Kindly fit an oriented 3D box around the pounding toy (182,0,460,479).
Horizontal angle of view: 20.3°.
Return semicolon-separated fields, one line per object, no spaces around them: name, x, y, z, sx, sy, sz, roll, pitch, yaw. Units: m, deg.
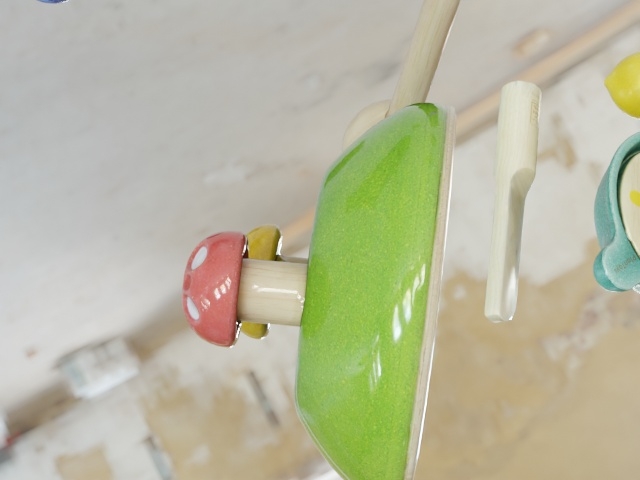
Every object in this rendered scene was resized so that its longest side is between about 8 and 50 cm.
pounding toy;0.000;0.000;0.824;0.110;0.237;0.183;7;149;2

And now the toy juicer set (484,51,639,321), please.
toy juicer set;0.241;-0.048;1.279;0.329;0.209;0.089;2;160;-36

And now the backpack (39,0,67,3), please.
backpack;-0.183;-0.221;1.236;0.084;0.105;0.114;-33;-160;50
